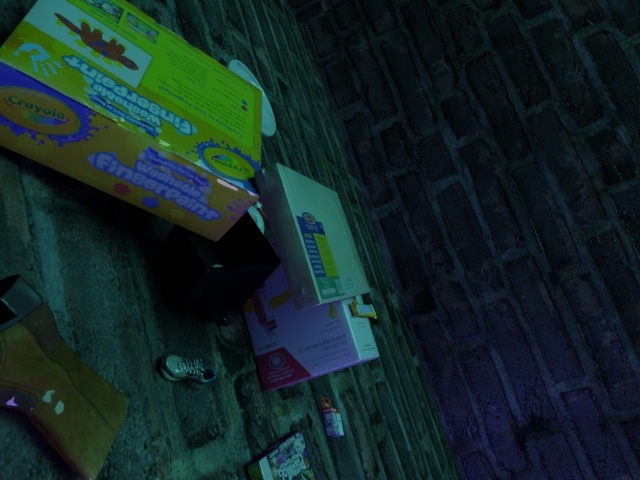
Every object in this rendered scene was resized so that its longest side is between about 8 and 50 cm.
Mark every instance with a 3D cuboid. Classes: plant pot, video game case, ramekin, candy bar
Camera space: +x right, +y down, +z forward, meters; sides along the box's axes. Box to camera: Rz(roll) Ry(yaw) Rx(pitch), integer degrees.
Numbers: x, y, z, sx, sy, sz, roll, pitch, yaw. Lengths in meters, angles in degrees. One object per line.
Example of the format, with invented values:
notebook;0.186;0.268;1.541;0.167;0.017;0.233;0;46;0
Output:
plant pot;-0.235;0.038;1.052;0.167;0.187;0.188;-6;55;-53
video game case;-0.073;0.570;1.134;0.232;0.042;0.210;10;61;-69
ramekin;-0.269;-0.440;1.629;0.272;0.127;0.272;53;23;-36
candy bar;0.110;0.177;1.257;0.161;0.018;0.040;24;46;-65

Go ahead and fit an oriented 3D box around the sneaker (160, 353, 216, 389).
sneaker;-0.255;0.249;0.973;0.135;0.058;0.052;43;30;-50

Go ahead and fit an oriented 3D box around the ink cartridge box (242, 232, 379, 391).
ink cartridge box;-0.050;0.163;1.303;0.160;0.279;0.384;19;50;-64

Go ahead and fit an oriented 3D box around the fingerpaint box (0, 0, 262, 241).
fingerpaint box;-0.338;-0.254;0.949;0.445;0.163;0.370;27;39;-31

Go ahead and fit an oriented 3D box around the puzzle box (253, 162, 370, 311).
puzzle box;0.000;0.000;1.065;0.409;0.052;0.271;10;62;-72

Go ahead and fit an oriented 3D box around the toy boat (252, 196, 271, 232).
toy boat;-0.162;-0.143;1.542;0.230;0.151;0.151;67;19;0

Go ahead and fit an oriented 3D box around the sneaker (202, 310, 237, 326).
sneaker;-0.232;0.136;1.181;0.170;0.051;0.089;-88;153;-47

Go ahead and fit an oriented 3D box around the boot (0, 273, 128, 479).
boot;-0.387;0.225;0.641;0.264;0.096;0.280;-94;163;-62

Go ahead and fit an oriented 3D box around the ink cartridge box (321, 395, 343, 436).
ink cartridge box;0.036;0.531;1.508;0.063;0.029;0.115;43;31;-51

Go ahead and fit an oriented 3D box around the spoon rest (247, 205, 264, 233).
spoon rest;-0.232;-0.109;1.429;0.137;0.084;0.276;-9;87;-52
